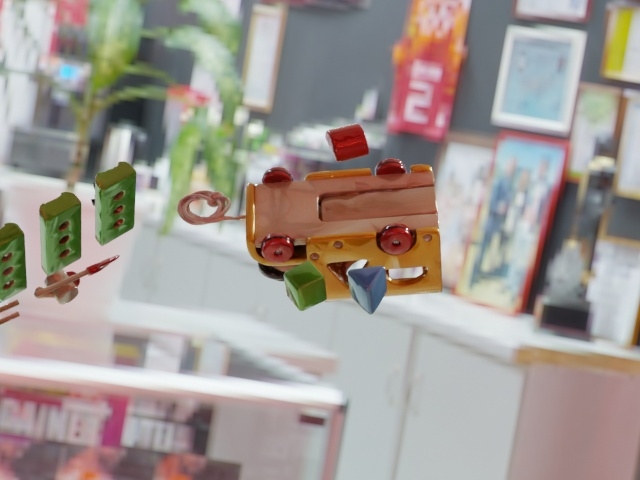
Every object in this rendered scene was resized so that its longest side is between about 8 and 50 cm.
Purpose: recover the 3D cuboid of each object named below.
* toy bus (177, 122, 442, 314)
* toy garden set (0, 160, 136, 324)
[{"bbox_3d":[0.012,0.003,1.507,0.202,0.104,0.191,31,54,34],"label":"toy bus"},{"bbox_3d":[-0.309,0.024,1.832,0.244,0.204,0.049,-31,66,-24],"label":"toy garden set"}]
